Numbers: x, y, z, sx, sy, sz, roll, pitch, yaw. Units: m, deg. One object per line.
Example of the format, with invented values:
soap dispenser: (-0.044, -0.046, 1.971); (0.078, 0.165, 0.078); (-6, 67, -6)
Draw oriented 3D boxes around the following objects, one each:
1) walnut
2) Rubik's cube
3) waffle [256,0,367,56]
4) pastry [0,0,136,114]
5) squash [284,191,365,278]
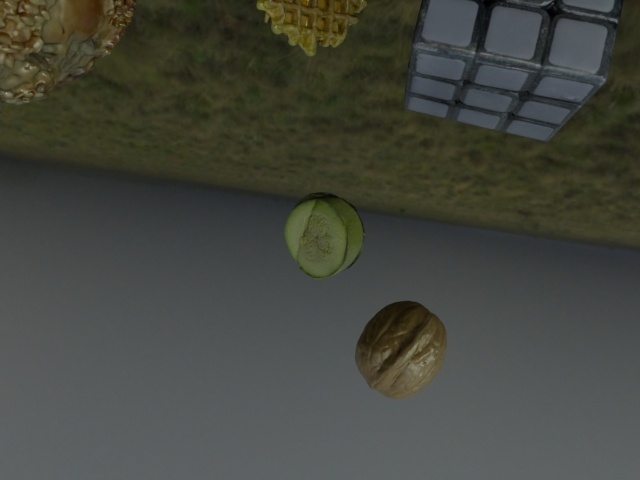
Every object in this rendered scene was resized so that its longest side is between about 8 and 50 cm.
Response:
walnut: (0.208, 0.283, 1.534); (0.225, 0.261, 0.225); (37, 159, 17)
Rubik's cube: (0.327, -0.381, 1.032); (0.303, 0.301, 0.305); (14, 173, 8)
waffle: (-0.018, -0.577, 1.303); (0.328, 0.330, 0.062); (6, -176, -33)
pastry: (-0.323, -0.230, 0.617); (0.162, 0.255, 0.311); (47, -147, -5)
squash: (-0.005, -0.008, 1.505); (0.220, 0.221, 0.133); (10, -163, 23)
